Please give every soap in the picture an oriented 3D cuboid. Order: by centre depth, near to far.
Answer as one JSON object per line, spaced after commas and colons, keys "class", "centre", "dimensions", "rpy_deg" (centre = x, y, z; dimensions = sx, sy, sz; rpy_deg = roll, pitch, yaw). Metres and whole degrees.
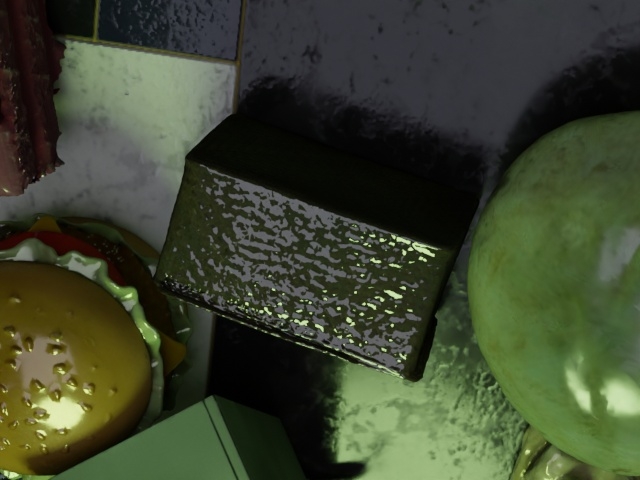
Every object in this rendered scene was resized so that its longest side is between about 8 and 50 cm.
{"class": "soap", "centre": [-0.333, -0.208, 1.637], "dimensions": [0.127, 0.220, 0.324], "rpy_deg": [-3, 109, 8]}

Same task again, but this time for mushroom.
{"class": "mushroom", "centre": [0.300, 0.041, 1.576], "dimensions": [0.352, 0.260, 0.352], "rpy_deg": [6, 110, 17]}

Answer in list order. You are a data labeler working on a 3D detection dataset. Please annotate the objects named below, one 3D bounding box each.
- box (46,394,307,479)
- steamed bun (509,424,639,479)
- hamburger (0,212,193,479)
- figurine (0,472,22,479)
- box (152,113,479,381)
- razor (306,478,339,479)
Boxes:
{"class": "box", "centre": [-0.145, 0.268, 1.725], "dimensions": [0.225, 0.225, 0.117], "rpy_deg": [-28, 73, 8]}
{"class": "steamed bun", "centre": [0.291, 0.397, 1.742], "dimensions": [0.247, 0.189, 0.428], "rpy_deg": [8, 109, 0]}
{"class": "hamburger", "centre": [-0.276, 0.114, 1.736], "dimensions": [0.274, 0.212, 0.274], "rpy_deg": [3, 108, 11]}
{"class": "figurine", "centre": [-0.340, 0.330, 1.863], "dimensions": [0.140, 0.193, 0.265], "rpy_deg": [9, 89, 46]}
{"class": "box", "centre": [-0.001, 0.002, 1.659], "dimensions": [0.273, 0.184, 0.143], "rpy_deg": [20, 112, 4]}
{"class": "razor", "centre": [-0.030, 0.263, 1.834], "dimensions": [0.155, 0.028, 0.044], "rpy_deg": [-2, 116, 18]}
